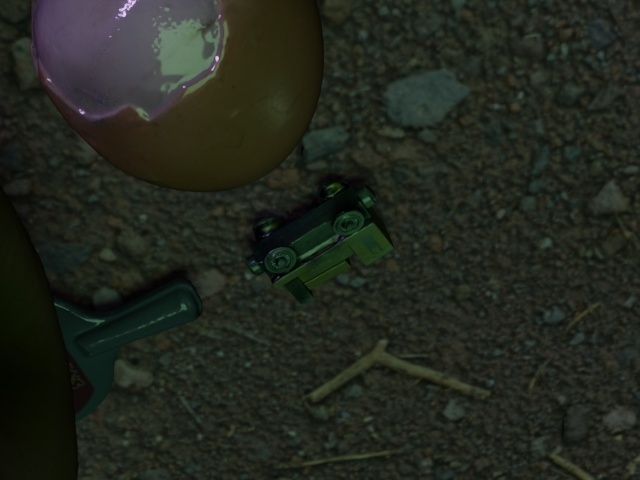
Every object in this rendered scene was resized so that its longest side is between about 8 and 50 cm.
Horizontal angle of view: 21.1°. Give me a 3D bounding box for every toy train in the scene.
[{"bbox_3d":[0.000,0.000,1.429,0.122,0.050,0.081,-32,135,10],"label":"toy train"}]

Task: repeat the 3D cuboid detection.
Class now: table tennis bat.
[{"bbox_3d":[-0.214,0.090,1.450,0.244,0.040,0.153,-22,126,8],"label":"table tennis bat"}]

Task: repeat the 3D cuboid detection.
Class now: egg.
[{"bbox_3d":[-0.095,-0.138,1.218,0.201,0.201,0.244,-26,136,5],"label":"egg"}]

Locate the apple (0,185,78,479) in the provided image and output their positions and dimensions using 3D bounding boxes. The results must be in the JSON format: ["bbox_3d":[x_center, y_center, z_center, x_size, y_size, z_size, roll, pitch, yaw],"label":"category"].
[{"bbox_3d":[-0.398,0.112,1.180,0.474,0.473,0.473,-6,125,-9],"label":"apple"}]
